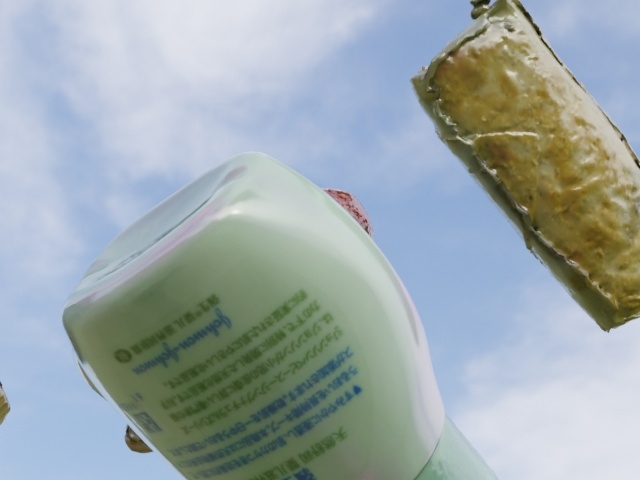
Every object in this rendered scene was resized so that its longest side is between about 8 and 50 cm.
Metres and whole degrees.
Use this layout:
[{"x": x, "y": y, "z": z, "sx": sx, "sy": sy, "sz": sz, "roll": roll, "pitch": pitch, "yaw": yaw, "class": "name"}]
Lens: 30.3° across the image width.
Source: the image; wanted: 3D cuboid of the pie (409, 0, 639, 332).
[{"x": 0.185, "y": -0.060, "z": 0.926, "sx": 0.282, "sy": 0.128, "sz": 0.068, "roll": 51, "pitch": -11, "yaw": -7, "class": "pie"}]

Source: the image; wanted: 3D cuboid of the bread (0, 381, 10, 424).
[{"x": -0.342, "y": 0.069, "z": 0.891, "sx": 0.119, "sy": 0.152, "sz": 0.288, "roll": -37, "pitch": -33, "yaw": -17, "class": "bread"}]

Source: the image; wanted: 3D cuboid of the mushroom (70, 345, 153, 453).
[{"x": -0.206, "y": 0.140, "z": 1.278, "sx": 0.088, "sy": 0.097, "sz": 0.212, "roll": -24, "pitch": -47, "yaw": 2, "class": "mushroom"}]

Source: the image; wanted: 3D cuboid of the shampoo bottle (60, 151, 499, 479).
[{"x": -0.003, "y": 0.120, "z": 0.819, "sx": 0.222, "sy": 0.151, "sz": 0.349, "roll": -33, "pitch": -74, "yaw": 22, "class": "shampoo bottle"}]

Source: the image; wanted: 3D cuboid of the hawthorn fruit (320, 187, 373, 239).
[{"x": 0.000, "y": 0.000, "z": 0.897, "sx": 0.093, "sy": 0.093, "sz": 0.093, "roll": 4, "pitch": -39, "yaw": 3, "class": "hawthorn fruit"}]
